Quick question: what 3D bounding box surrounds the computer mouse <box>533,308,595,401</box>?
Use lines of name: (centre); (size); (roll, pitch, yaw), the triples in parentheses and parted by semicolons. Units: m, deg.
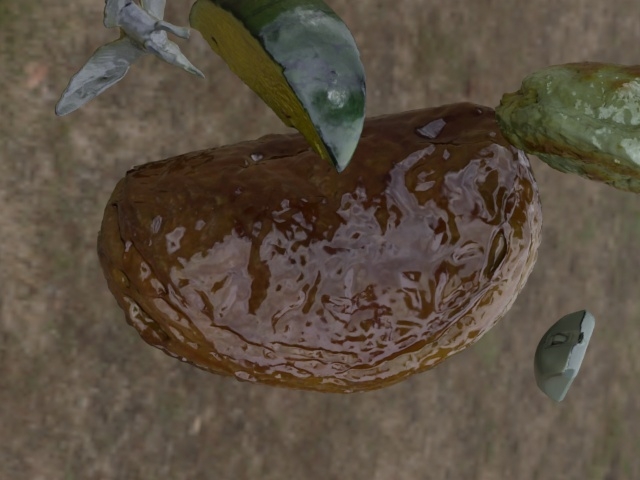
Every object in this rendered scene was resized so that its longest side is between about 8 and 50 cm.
computer mouse: (0.172, 0.079, 1.052); (0.110, 0.032, 0.056); (84, 26, -71)

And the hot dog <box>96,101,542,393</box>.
hot dog: (0.000, 0.000, 1.289); (0.267, 0.387, 0.174); (-99, 179, -49)

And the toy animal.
toy animal: (-0.170, -0.198, 1.478); (0.155, 0.095, 0.219); (31, 85, -26)

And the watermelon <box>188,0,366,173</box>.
watermelon: (-0.038, -0.135, 1.057); (0.075, 0.181, 0.092); (-6, 138, -51)

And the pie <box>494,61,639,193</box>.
pie: (0.244, -0.084, 1.059); (0.248, 0.201, 0.090); (-1, 110, -36)
